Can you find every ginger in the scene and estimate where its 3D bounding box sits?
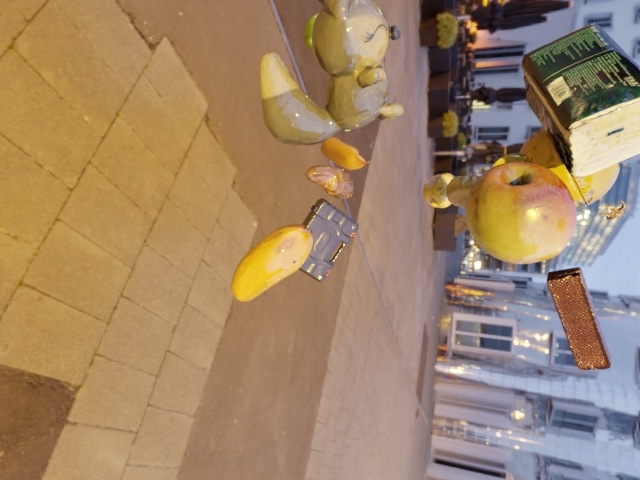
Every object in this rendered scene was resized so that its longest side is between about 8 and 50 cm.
[{"bbox_3d":[0.055,-0.215,1.573,0.133,0.107,0.309,54,14,6],"label":"ginger"}]

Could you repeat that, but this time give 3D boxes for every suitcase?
[{"bbox_3d":[0.000,0.000,1.694,0.285,0.206,0.066,-57,-160,-2],"label":"suitcase"}]

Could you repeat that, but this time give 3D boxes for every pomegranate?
[{"bbox_3d":[0.030,-0.937,1.943,0.187,0.225,0.186,1,88,-43],"label":"pomegranate"}]

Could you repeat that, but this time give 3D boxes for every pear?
[{"bbox_3d":[0.590,-0.249,2.101,0.178,0.178,0.177,4,90,-71],"label":"pear"}]

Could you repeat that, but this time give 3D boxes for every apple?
[{"bbox_3d":[0.623,-0.094,1.357,0.277,0.320,0.318,57,39,-44],"label":"apple"}]

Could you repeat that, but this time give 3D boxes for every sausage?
[{"bbox_3d":[0.114,-0.407,2.054,0.112,0.328,0.111,-18,126,-27],"label":"sausage"}]

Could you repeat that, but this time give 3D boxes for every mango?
[{"bbox_3d":[-0.168,0.076,1.427,0.144,0.359,0.187,55,13,23],"label":"mango"}]

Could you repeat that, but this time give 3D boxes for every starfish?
[{"bbox_3d":[0.969,-0.097,1.425,0.091,0.078,0.028,24,46,-31],"label":"starfish"}]

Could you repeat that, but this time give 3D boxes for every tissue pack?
[{"bbox_3d":[0.828,-0.444,1.346,0.253,0.264,0.416,45,30,-44],"label":"tissue pack"}]

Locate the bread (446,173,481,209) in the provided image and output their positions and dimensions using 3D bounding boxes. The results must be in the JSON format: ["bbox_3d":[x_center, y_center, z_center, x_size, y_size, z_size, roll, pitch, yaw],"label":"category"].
[{"bbox_3d":[0.584,-0.183,1.624,0.104,0.214,0.213,-68,157,-13],"label":"bread"}]

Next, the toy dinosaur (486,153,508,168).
[{"bbox_3d":[0.779,-0.285,1.922,0.207,0.113,0.326,29,74,-29],"label":"toy dinosaur"}]

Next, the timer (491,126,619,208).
[{"bbox_3d":[0.878,-0.267,1.629,0.376,0.387,0.375,32,45,-39],"label":"timer"}]

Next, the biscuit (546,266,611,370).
[{"bbox_3d":[0.890,0.275,1.482,0.073,0.108,0.387,-42,111,-51],"label":"biscuit"}]

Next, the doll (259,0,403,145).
[{"bbox_3d":[0.015,-0.437,1.076,0.252,0.379,0.381,-132,-160,-67],"label":"doll"}]
